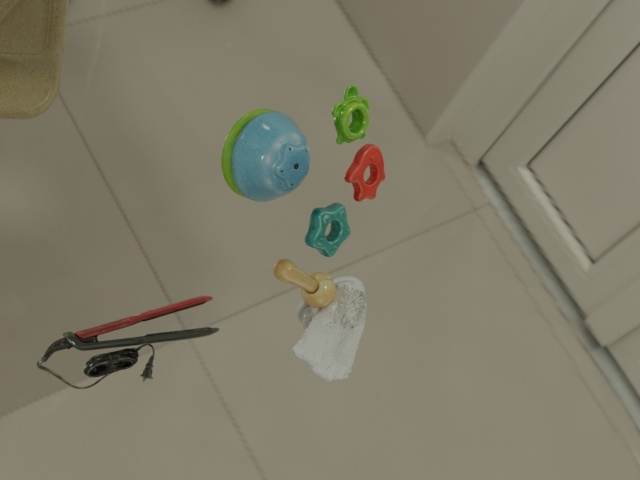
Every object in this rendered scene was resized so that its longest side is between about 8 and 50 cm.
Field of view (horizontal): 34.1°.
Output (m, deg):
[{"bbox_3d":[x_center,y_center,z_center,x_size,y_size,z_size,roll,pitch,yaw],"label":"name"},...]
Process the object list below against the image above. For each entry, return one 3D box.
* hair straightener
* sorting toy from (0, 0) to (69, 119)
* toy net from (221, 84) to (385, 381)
[{"bbox_3d":[-0.238,0.138,1.309,0.231,0.047,0.089,-14,87,-11],"label":"hair straightener"},{"bbox_3d":[-0.161,-0.151,0.433,0.307,0.229,0.041,-1,46,-20],"label":"sorting toy"},{"bbox_3d":[0.000,0.000,0.809,0.122,0.232,0.045,-32,36,-34],"label":"toy net"}]
